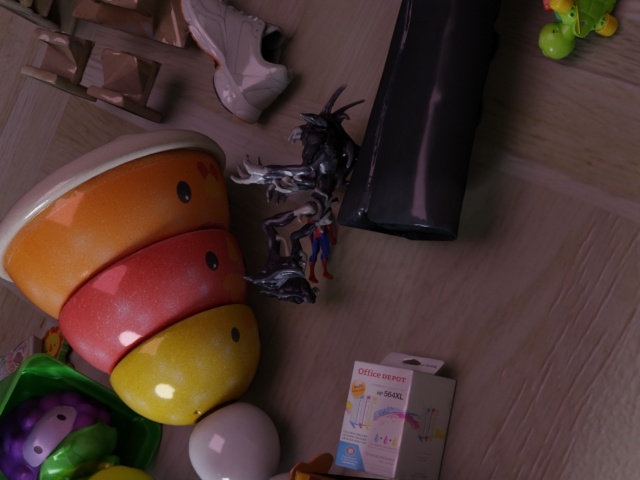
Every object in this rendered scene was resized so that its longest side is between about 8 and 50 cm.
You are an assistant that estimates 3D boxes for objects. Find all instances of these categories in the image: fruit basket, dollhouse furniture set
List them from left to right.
[{"bbox_3d":[-0.347,0.366,1.472,0.392,0.283,0.392,-34,35,29],"label":"fruit basket"},{"bbox_3d":[-0.352,-0.411,1.814,0.394,0.256,0.362,19,91,21],"label":"dollhouse furniture set"}]

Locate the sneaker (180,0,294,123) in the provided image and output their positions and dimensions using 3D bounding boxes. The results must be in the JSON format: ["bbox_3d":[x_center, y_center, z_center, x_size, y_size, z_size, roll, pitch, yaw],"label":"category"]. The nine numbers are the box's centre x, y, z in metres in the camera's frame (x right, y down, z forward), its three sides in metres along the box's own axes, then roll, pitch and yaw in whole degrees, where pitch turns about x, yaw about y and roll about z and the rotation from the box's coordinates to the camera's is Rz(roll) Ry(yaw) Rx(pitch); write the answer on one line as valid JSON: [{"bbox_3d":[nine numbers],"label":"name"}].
[{"bbox_3d":[-0.113,-0.301,1.622,0.121,0.099,0.262,-35,65,20],"label":"sneaker"}]

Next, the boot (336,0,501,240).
[{"bbox_3d":[0.159,-0.221,1.242,0.367,0.146,0.445,168,121,-79],"label":"boot"}]

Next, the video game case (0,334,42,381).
[{"bbox_3d":[-0.527,0.288,1.758,0.206,0.026,0.227,-32,43,21],"label":"video game case"}]

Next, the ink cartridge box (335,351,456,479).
[{"bbox_3d":[0.090,0.203,1.288,0.092,0.090,0.143,4,81,42],"label":"ink cartridge box"}]

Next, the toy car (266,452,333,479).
[{"bbox_3d":[-0.056,0.355,1.310,0.219,0.210,0.237,16,75,34],"label":"toy car"}]

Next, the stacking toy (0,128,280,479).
[{"bbox_3d":[-0.190,0.123,1.473,0.351,0.351,0.479,-38,75,27],"label":"stacking toy"}]

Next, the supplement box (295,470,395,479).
[{"bbox_3d":[0.090,0.336,1.178,0.191,0.194,0.129,7,82,42],"label":"supplement box"}]

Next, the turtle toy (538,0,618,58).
[{"bbox_3d":[0.293,-0.270,1.262,0.066,0.095,0.130,26,96,62],"label":"turtle toy"}]

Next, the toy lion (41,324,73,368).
[{"bbox_3d":[-0.441,0.191,1.792,0.100,0.034,0.096,-41,48,25],"label":"toy lion"}]

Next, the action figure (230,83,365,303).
[{"bbox_3d":[-0.032,-0.067,1.406,0.141,0.164,0.275,10,78,27],"label":"action figure"}]

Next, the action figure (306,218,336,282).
[{"bbox_3d":[0.000,0.000,1.468,0.038,0.030,0.115,-17,62,30],"label":"action figure"}]
